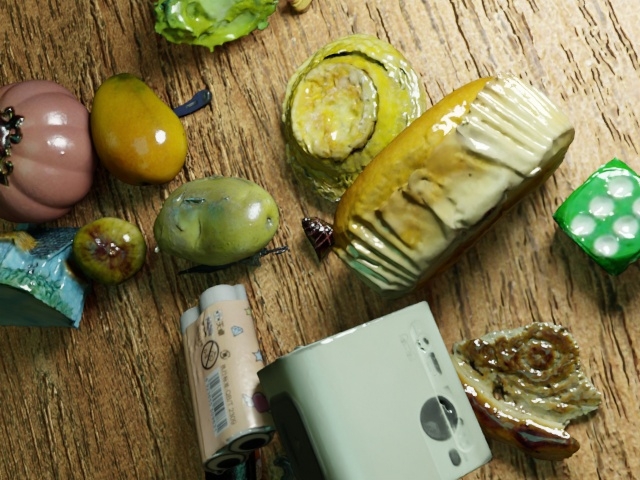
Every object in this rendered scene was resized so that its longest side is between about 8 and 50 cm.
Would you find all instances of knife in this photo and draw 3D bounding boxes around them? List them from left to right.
[{"bbox_3d":[-0.266,-0.268,1.328,0.121,0.018,0.031,-20,87,23],"label":"knife"}]

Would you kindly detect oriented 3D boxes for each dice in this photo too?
[{"bbox_3d":[0.423,-0.033,0.952,0.128,0.120,0.131,-46,70,17],"label":"dice"}]

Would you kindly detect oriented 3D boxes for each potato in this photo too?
[{"bbox_3d":[-0.191,-0.039,1.213,0.248,0.143,0.169,0,78,28],"label":"potato"}]

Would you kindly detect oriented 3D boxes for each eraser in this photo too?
[{"bbox_3d":[-0.171,0.234,1.163,0.171,0.087,0.290,-43,48,28],"label":"eraser"}]

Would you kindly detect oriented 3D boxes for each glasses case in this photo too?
[{"bbox_3d":[-0.165,0.389,1.234,0.103,0.067,0.267,-5,87,27],"label":"glasses case"}]

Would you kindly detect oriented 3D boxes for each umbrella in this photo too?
[{"bbox_3d":[-0.166,0.039,1.271,0.269,0.044,0.044,-12,109,33],"label":"umbrella"}]

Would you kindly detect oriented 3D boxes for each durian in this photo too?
[{"bbox_3d":[-0.154,-0.512,1.185,0.255,0.204,0.340,-12,63,31],"label":"durian"}]

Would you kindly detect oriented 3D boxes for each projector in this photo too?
[{"bbox_3d":[0.073,0.260,1.002,0.249,0.248,0.248,68,156,11],"label":"projector"}]

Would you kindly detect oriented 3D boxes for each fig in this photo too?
[{"bbox_3d":[-0.425,0.020,1.334,0.153,0.121,0.136,18,92,14],"label":"fig"}]

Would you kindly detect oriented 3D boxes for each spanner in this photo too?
[{"bbox_3d":[0.030,0.415,1.173,0.254,0.015,0.054,-3,89,24],"label":"spanner"}]

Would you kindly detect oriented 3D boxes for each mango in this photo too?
[{"bbox_3d":[-0.368,-0.211,1.311,0.175,0.139,0.254,-47,64,7],"label":"mango"}]

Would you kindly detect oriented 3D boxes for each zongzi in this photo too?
[{"bbox_3d":[0.000,0.000,1.181,0.083,0.067,0.073,24,92,6],"label":"zongzi"}]

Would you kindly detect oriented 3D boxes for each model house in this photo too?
[{"bbox_3d":[-0.608,0.040,1.387,0.261,0.226,0.241,-1,58,23],"label":"model house"}]

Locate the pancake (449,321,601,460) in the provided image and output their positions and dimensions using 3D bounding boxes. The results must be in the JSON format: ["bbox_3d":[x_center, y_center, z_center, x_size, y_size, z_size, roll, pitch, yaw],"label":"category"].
[{"bbox_3d":[0.298,0.244,1.034,0.257,0.056,0.212,-15,82,23],"label":"pancake"}]

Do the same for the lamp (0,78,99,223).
[{"bbox_3d":[-0.606,-0.183,1.356,0.305,0.239,0.305,-3,84,31],"label":"lamp"}]

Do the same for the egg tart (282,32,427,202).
[{"bbox_3d":[0.042,-0.213,1.129,0.294,0.123,0.294,-2,86,24],"label":"egg tart"}]

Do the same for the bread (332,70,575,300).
[{"bbox_3d":[0.185,-0.080,0.998,0.388,0.236,0.183,-45,73,17],"label":"bread"}]

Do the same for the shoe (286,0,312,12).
[{"bbox_3d":[-0.030,-0.471,1.200,0.072,0.069,0.109,37,109,15],"label":"shoe"}]
